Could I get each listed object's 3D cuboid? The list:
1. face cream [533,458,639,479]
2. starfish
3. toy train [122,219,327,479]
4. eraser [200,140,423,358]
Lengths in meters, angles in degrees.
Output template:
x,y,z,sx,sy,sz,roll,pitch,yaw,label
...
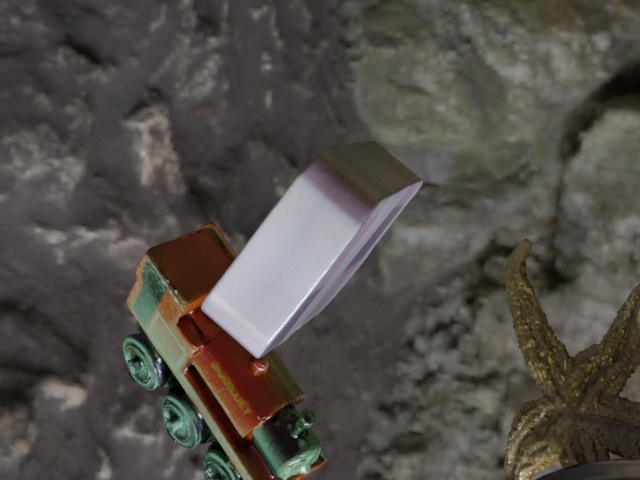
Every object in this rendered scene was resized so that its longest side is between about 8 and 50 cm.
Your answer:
x,y,z,sx,sy,sz,roll,pitch,yaw,label
0.062,0.131,0.194,0.349,0.105,0.105,-80,173,-71,face cream
0.067,0.045,0.379,0.016,0.086,0.092,-12,75,-41,starfish
-0.060,0.087,0.892,0.074,0.176,0.118,-26,162,-32,toy train
0.000,0.000,0.460,0.065,0.026,0.105,-50,175,14,eraser
